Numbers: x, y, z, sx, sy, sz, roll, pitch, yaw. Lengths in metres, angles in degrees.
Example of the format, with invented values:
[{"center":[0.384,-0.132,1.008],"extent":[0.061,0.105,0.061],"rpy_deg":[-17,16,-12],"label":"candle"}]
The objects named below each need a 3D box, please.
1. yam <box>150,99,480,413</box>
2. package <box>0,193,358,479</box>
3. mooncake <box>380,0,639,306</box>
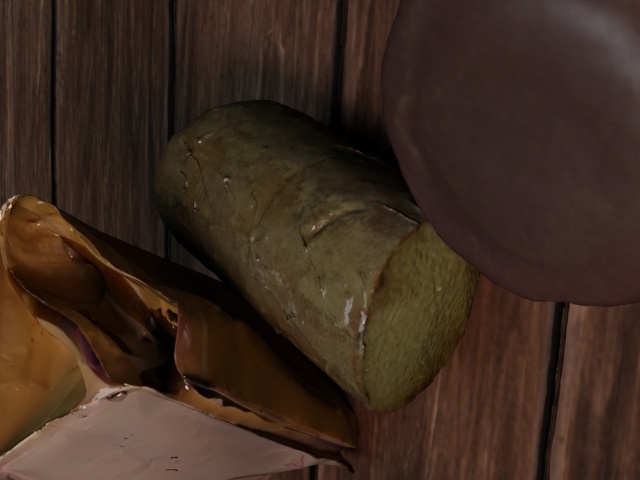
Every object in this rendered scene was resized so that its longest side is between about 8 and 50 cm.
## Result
[{"center":[0.000,0.000,0.858],"extent":[0.268,0.161,0.161],"rpy_deg":[35,122,41],"label":"yam"},{"center":[-0.091,0.098,0.870],"extent":[0.165,0.311,0.221],"rpy_deg":[-13,65,26],"label":"package"},{"center":[0.155,-0.081,0.646],"extent":[0.245,0.133,0.245],"rpy_deg":[34,138,36],"label":"mooncake"}]
